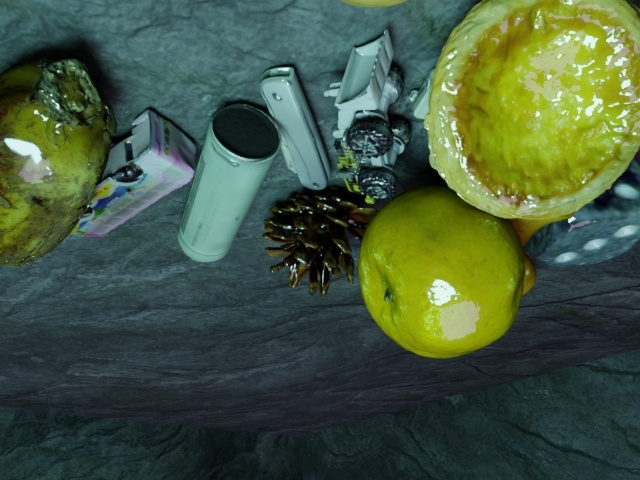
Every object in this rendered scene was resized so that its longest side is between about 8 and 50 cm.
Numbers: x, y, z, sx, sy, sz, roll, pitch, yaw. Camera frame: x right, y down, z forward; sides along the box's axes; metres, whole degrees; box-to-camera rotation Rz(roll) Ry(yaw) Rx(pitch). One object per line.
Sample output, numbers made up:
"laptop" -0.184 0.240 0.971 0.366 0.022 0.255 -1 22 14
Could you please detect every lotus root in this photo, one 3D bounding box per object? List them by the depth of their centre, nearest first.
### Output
"lotus root" -0.401 -0.098 0.723 0.179 0.195 0.398 14 145 -40

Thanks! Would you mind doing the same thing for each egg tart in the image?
"egg tart" 0.287 -0.184 0.726 0.320 0.128 0.318 0 110 0

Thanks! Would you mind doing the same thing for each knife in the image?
"knife" -0.038 -0.166 0.843 0.073 0.040 0.265 4 153 14

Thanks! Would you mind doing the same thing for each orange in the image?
"orange" 0.190 0.046 0.849 0.235 0.278 0.279 -17 156 -26
"orange" 0.433 0.080 1.285 0.156 0.124 0.156 21 157 9

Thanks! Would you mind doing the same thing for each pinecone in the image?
"pinecone" -0.001 0.002 1.001 0.229 0.201 0.202 6 144 30

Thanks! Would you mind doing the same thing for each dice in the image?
"dice" 0.476 -0.066 0.991 0.183 0.181 0.182 -5 151 -1

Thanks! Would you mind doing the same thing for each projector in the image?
"projector" -0.164 -0.078 0.893 0.108 0.108 0.337 5 151 -21

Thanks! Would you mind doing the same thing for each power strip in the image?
"power strip" 0.232 -0.215 0.821 0.192 0.035 0.081 3 149 -20

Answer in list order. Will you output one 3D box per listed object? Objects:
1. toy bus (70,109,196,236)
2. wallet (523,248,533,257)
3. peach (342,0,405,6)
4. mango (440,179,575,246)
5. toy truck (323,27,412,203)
"toy bus" -0.321 -0.097 0.855 0.274 0.090 0.112 -25 151 29
"wallet" 0.554 -0.009 1.275 0.103 0.020 0.196 15 145 -31
"peach" 0.046 -0.302 0.484 0.185 0.184 0.184 -5 151 -3
"mango" 0.306 -0.062 0.956 0.144 0.186 0.359 -30 167 -26
"toy truck" 0.066 -0.164 0.783 0.111 0.136 0.285 8 153 16
